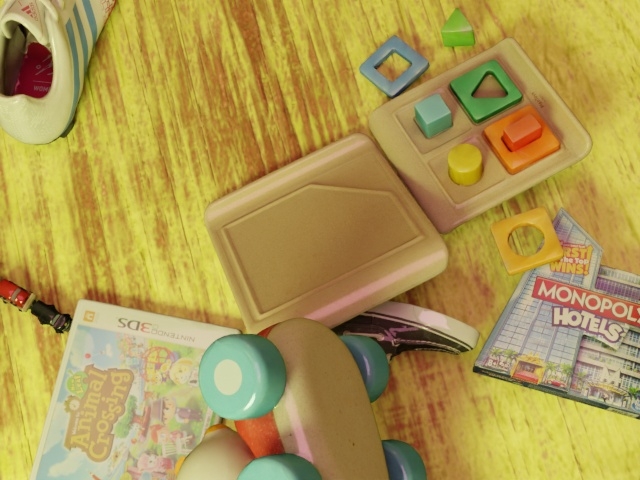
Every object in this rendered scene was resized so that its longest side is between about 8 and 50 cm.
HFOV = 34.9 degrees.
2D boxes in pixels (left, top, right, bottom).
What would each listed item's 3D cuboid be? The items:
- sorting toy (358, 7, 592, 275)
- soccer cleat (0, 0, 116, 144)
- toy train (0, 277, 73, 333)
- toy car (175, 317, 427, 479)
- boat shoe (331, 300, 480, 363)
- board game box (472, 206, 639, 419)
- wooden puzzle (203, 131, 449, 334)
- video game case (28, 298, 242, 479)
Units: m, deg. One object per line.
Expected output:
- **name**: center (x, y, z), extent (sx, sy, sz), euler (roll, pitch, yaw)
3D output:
- **sorting toy**: center (0.173, -0.124, 1.130), extent (0.196, 0.047, 0.348), euler (-30, 63, 0)
- **soccer cleat**: center (-0.315, -0.278, 1.207), extent (0.116, 0.143, 0.331), euler (5, 75, 7)
- **toy train**: center (-0.354, 0.062, 1.171), extent (0.158, 0.036, 0.027), euler (28, 79, 12)
- **toy car**: center (-0.066, 0.205, 0.955), extent (0.238, 0.219, 0.210), euler (-28, 71, 27)
- **boat shoe**: center (0.060, 0.103, 1.102), extent (0.219, 0.078, 0.070), euler (10, 75, 17)
- **board game box**: center (0.282, 0.072, 1.093), extent (0.194, 0.060, 0.194), euler (15, 77, 10)
- **wooden puzzle**: center (0.000, 0.000, 1.116), extent (0.221, 0.044, 0.239), euler (-27, 44, -2)
- **video game case**: center (-0.203, 0.184, 1.129), extent (0.193, 0.023, 0.212), euler (10, 76, 9)
